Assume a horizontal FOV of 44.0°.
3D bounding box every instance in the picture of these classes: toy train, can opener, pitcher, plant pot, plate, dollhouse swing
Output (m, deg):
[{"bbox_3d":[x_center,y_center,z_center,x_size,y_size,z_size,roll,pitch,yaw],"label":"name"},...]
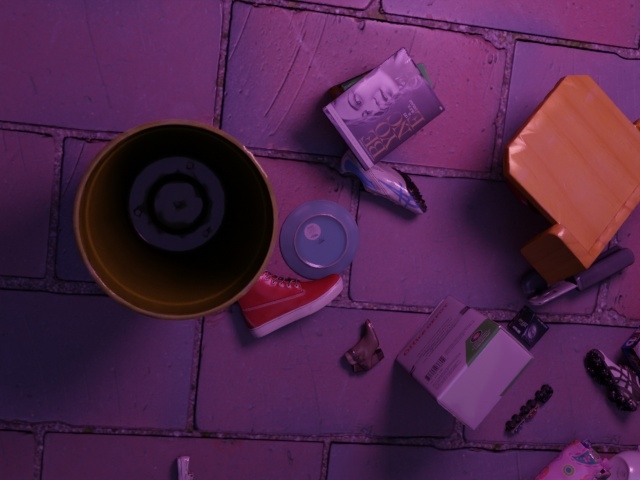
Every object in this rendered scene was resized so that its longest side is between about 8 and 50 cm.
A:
[{"bbox_3d":[0.524,0.425,1.985,0.158,0.027,0.036,-45,114,-2],"label":"toy train"},{"bbox_3d":[0.620,0.072,1.926,0.283,0.076,0.095,-27,102,-7],"label":"can opener"},{"bbox_3d":[0.836,0.582,2.025,0.207,0.125,0.178,16,74,-22],"label":"pitcher"},{"bbox_3d":[-0.289,-0.056,1.603,0.366,0.353,0.367,-1,97,-10],"label":"plant pot"},{"bbox_3d":[0.000,0.000,1.831,0.188,0.024,0.188,-2,99,-10],"label":"plate"},{"bbox_3d":[0.549,-0.144,1.786,0.305,0.315,0.347,39,78,4],"label":"dollhouse swing"}]

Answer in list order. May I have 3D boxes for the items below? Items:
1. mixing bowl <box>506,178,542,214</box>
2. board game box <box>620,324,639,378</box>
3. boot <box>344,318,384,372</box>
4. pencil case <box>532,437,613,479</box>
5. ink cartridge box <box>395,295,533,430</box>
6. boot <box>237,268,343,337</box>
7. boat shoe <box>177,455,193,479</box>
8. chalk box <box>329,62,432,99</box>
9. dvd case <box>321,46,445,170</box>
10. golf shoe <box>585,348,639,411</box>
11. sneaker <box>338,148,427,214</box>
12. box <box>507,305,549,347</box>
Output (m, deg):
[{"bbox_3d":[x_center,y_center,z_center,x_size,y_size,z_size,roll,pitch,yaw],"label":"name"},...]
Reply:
[{"bbox_3d":[0.497,-0.160,1.843,0.181,0.098,0.182,-20,122,-35],"label":"mixing bowl"},{"bbox_3d":[0.874,0.312,1.996,0.165,0.042,0.243,-40,103,-23],"label":"board game box"},{"bbox_3d":[0.097,0.255,1.876,0.086,0.042,0.119,-23,101,-4],"label":"boot"},{"bbox_3d":[0.594,0.627,1.978,0.284,0.124,0.124,-43,103,-1],"label":"pencil case"},{"bbox_3d":[0.316,0.265,1.791,0.121,0.289,0.211,40,90,-16],"label":"ink cartridge box"},{"bbox_3d":[-0.083,0.092,1.800,0.244,0.088,0.176,-26,100,-2],"label":"boot"},{"bbox_3d":[-0.313,0.551,1.848,0.035,0.035,0.100,-4,92,-7],"label":"boat shoe"},{"bbox_3d":[0.150,-0.323,1.757,0.213,0.132,0.133,-26,102,-6],"label":"chalk box"},{"bbox_3d":[0.136,-0.279,1.685,0.221,0.018,0.165,-38,105,-3],"label":"dvd case"},{"bbox_3d":[0.744,0.336,1.996,0.094,0.077,0.198,-42,105,-20],"label":"golf shoe"},{"bbox_3d":[0.145,-0.129,1.818,0.237,0.085,0.086,35,117,-16],"label":"sneaker"},{"bbox_3d":[0.513,0.212,1.955,0.083,0.018,0.067,43,89,-13],"label":"box"}]
